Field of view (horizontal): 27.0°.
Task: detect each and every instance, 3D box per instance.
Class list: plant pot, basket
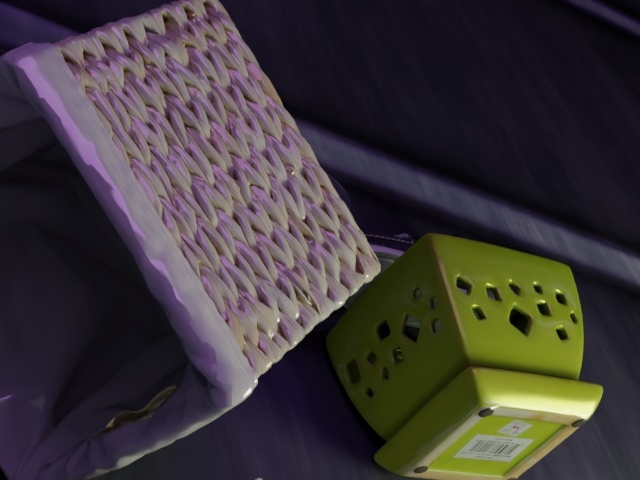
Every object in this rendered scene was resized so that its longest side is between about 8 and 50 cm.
[{"bbox_3d":[0.171,0.151,1.528,0.228,0.227,0.207,11,47,-33],"label":"plant pot"},{"bbox_3d":[-0.186,0.000,1.190,0.331,0.328,0.266,57,41,-4],"label":"basket"}]

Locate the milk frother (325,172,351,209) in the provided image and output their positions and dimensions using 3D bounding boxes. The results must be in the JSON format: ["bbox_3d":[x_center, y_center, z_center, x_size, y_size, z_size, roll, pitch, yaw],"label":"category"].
[{"bbox_3d":[0.000,0.000,1.634,0.143,0.135,0.129,-4,50,-45],"label":"milk frother"}]

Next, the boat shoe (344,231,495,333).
[{"bbox_3d":[0.110,0.045,1.619,0.302,0.114,0.091,28,36,-44],"label":"boat shoe"}]

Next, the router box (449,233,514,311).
[{"bbox_3d":[0.189,0.076,1.793,0.133,0.046,0.179,-11,55,-48],"label":"router box"}]

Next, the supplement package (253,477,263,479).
[{"bbox_3d":[-0.119,0.321,1.115,0.134,0.139,0.244,50,34,19],"label":"supplement package"}]
